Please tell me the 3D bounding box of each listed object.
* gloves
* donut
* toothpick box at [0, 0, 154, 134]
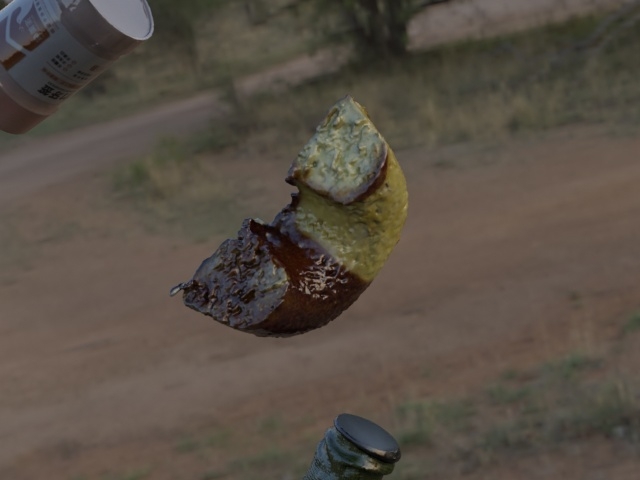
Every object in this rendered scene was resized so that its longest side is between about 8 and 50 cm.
[{"bbox_3d":[-0.004,0.284,1.390,0.107,0.268,0.135,-4,30,-36],"label":"gloves"},{"bbox_3d":[0.001,-0.002,1.240,0.085,0.217,0.141,40,6,32],"label":"donut"},{"bbox_3d":[-0.228,-0.169,1.275,0.149,0.098,0.098,-33,-1,23],"label":"toothpick box"}]
